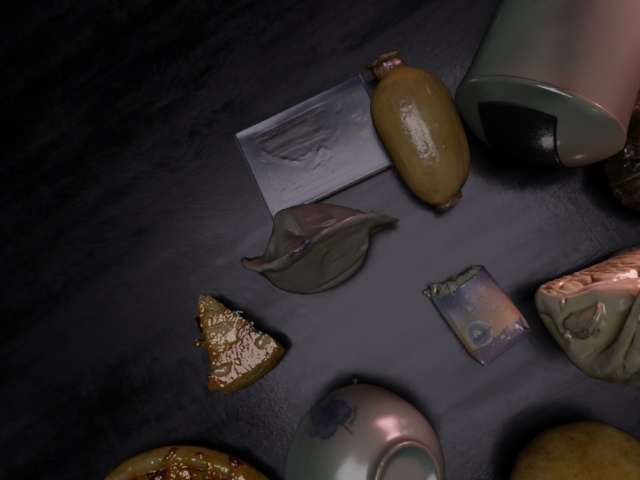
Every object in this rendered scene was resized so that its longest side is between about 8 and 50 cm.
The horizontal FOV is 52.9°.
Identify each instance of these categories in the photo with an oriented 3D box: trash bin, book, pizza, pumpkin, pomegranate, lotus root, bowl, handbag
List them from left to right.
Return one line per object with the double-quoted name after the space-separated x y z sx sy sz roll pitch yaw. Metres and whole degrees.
-0.238 0.492 1.178 0.335 0.086 0.226 5 85 5 "pizza"
-0.171 0.181 1.199 0.154 0.069 0.194 -37 77 3 "pizza"
-0.008 -0.177 1.223 0.269 0.025 0.191 -25 84 5 "book"
0.100 0.383 1.048 0.289 0.146 0.290 5 80 -27 "bowl"
0.177 -0.198 1.144 0.146 0.131 0.303 -21 86 -29 "lotus root"
0.277 0.123 1.138 0.117 0.095 0.173 -37 86 0 "handbag"
0.409 -0.332 1.064 0.280 0.280 0.432 22 86 7 "trash bin"
0.434 0.420 1.029 0.260 0.260 0.261 0 86 7 "pomegranate"
0.592 -0.144 1.086 0.223 0.157 0.224 1 95 14 "pumpkin"

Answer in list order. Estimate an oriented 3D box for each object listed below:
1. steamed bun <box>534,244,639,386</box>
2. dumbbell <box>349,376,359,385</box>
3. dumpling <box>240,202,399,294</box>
0.554 0.127 0.984 0.393 0.346 0.238 -20 90 23 "steamed bun"
0.033 0.372 1.148 0.110 0.110 0.255 14 82 7 "dumbbell"
-0.004 -0.004 1.113 0.175 0.227 0.243 40 84 5 "dumpling"
